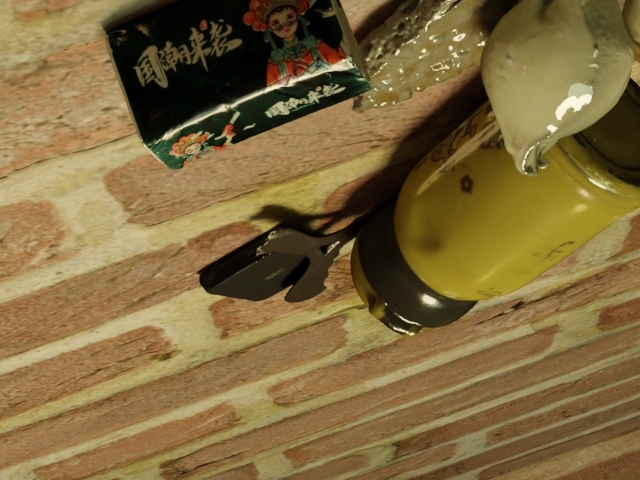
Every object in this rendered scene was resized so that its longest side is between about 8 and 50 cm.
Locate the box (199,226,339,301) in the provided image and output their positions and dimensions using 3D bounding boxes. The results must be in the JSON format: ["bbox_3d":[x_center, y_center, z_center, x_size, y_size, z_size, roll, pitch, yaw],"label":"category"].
[{"bbox_3d":[-0.054,0.027,1.504,0.126,0.027,0.125,-31,159,23],"label":"box"}]

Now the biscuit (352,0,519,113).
[{"bbox_3d":[0.132,-0.195,1.110,0.141,0.038,0.290,-5,153,-43],"label":"biscuit"}]

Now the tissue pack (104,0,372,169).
[{"bbox_3d":[-0.060,-0.132,1.010,0.170,0.103,0.090,-23,165,9],"label":"tissue pack"}]

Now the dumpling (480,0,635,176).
[{"bbox_3d":[0.203,-0.152,1.105,0.181,0.111,0.155,-44,174,30],"label":"dumpling"}]

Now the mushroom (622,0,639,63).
[{"bbox_3d":[0.301,-0.245,1.065,0.159,0.122,0.328,16,158,8],"label":"mushroom"}]

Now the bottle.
[{"bbox_3d":[0.162,-0.032,1.348,0.171,0.171,0.351,0,152,-41],"label":"bottle"}]

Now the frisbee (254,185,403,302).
[{"bbox_3d":[0.000,0.000,1.445,0.211,0.012,0.187,-42,154,24],"label":"frisbee"}]
